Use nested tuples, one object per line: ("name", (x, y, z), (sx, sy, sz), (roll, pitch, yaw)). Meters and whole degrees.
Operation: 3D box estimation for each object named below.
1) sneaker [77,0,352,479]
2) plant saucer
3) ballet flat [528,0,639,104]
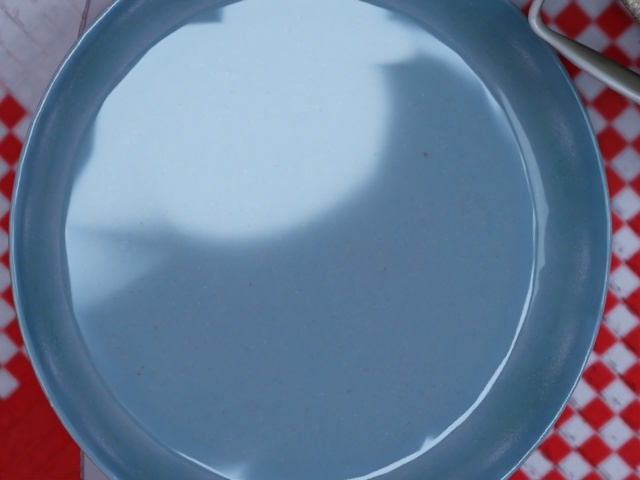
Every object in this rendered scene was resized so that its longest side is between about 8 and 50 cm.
("sneaker", (-0.057, -0.006, 0.738), (0.161, 0.102, 0.282), (-3, 99, -8))
("plant saucer", (0.000, 0.000, 0.685), (0.318, 0.044, 0.317), (-1, 92, -20))
("ballet flat", (0.124, -0.166, 0.661), (0.348, 0.123, 0.123), (44, 104, -2))
